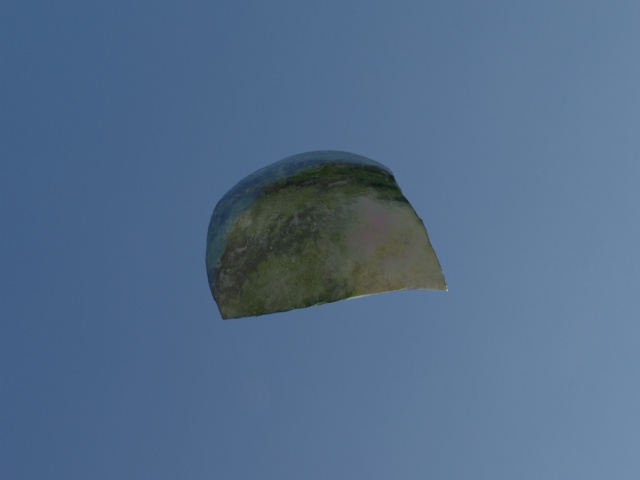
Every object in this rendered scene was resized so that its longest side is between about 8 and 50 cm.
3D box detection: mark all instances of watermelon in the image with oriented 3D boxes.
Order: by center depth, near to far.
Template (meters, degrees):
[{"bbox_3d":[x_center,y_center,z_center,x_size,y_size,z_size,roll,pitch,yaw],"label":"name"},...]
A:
[{"bbox_3d":[0.000,0.000,1.187,0.176,0.260,0.256,43,-129,-29],"label":"watermelon"}]
